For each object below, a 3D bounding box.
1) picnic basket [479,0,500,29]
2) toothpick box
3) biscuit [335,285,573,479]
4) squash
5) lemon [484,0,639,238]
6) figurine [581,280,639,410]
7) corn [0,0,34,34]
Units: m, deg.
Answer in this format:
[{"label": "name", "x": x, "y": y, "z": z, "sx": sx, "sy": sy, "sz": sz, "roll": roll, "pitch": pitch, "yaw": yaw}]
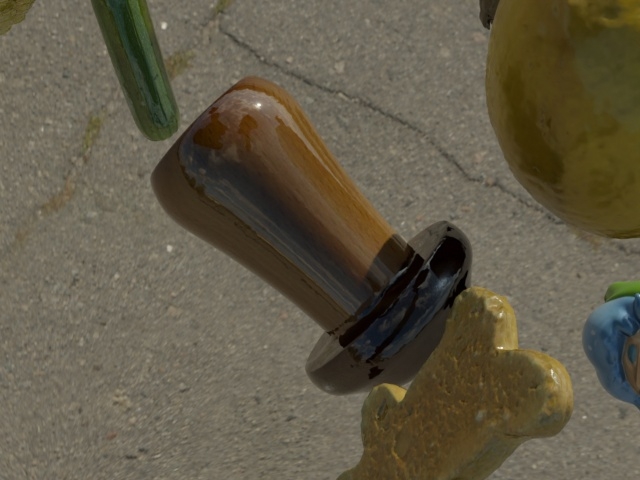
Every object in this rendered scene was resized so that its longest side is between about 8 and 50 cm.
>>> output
[{"label": "picnic basket", "x": 0.282, "y": -0.306, "z": 1.079, "sx": 0.128, "sy": 0.138, "sz": 0.178, "roll": -27, "pitch": 102, "yaw": -61}, {"label": "toothpick box", "x": 0.000, "y": 0.000, "z": 0.735, "sx": 0.294, "sy": 0.192, "sz": 0.192, "roll": 45, "pitch": 64, "yaw": -5}, {"label": "biscuit", "x": 0.068, "y": 0.143, "z": 0.549, "sx": 0.030, "sy": 0.234, "sz": 0.153, "roll": 25, "pitch": 20, "yaw": -22}, {"label": "squash", "x": -0.225, "y": -0.229, "z": 1.002, "sx": 0.066, "sy": 0.066, "sz": 0.229, "roll": -30, "pitch": 124, "yaw": -25}, {"label": "lemon", "x": 0.249, "y": -0.128, "z": 0.667, "sx": 0.263, "sy": 0.236, "sz": 0.236, "roll": 31, "pitch": 59, "yaw": -44}, {"label": "figurine", "x": 0.383, "y": 0.132, "z": 0.866, "sx": 0.143, "sy": 0.263, "sz": 0.162, "roll": -29, "pitch": 107, "yaw": -2}, {"label": "corn", "x": -0.188, "y": -0.150, "z": 0.436, "sx": 0.081, "sy": 0.248, "sz": 0.081, "roll": -4, "pitch": 101, "yaw": -22}]
